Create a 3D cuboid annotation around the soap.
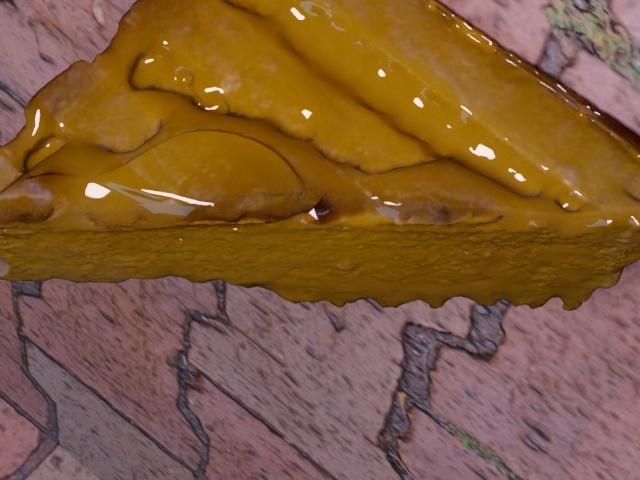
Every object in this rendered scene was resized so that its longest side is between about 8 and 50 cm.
[{"bbox_3d":[0.000,0.000,1.034,0.338,0.304,0.169,36,158,14],"label":"soap"}]
